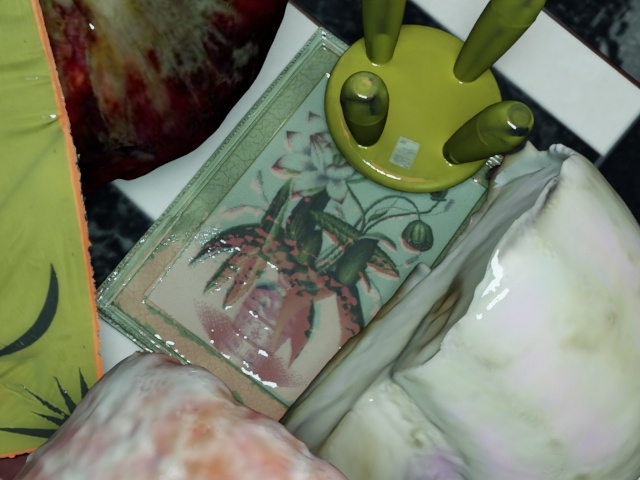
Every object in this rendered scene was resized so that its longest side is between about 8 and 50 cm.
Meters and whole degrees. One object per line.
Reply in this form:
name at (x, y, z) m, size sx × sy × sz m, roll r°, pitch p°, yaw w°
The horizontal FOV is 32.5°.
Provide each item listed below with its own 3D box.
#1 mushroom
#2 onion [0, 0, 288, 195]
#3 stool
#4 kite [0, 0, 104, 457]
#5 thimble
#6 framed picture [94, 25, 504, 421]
mushroom at (0.117, 0.073, 0.555) m, size 0.173 × 0.162 × 0.236 m, roll 43°, pitch 68°, yaw -2°
onion at (-0.178, -0.192, 0.576) m, size 0.348 × 0.285 × 0.347 m, roll -11°, pitch 115°, yaw -24°
stool at (0.062, -0.095, 0.626) m, size 0.134 × 0.110 × 0.135 m, roll -33°, pitch 81°, yaw -16°
kite at (-0.230, 0.024, 0.527) m, size 0.327 × 0.013 × 0.377 m, roll 38°, pitch 106°, yaw -28°
thimble at (-0.046, 0.181, 0.486) m, size 0.239 × 0.239 × 0.162 m, roll 43°, pitch 71°, yaw 7°
framed picture at (0.000, 0.000, 0.653) m, size 0.173 × 0.010 × 0.231 m, roll 35°, pitch 73°, yaw 4°
